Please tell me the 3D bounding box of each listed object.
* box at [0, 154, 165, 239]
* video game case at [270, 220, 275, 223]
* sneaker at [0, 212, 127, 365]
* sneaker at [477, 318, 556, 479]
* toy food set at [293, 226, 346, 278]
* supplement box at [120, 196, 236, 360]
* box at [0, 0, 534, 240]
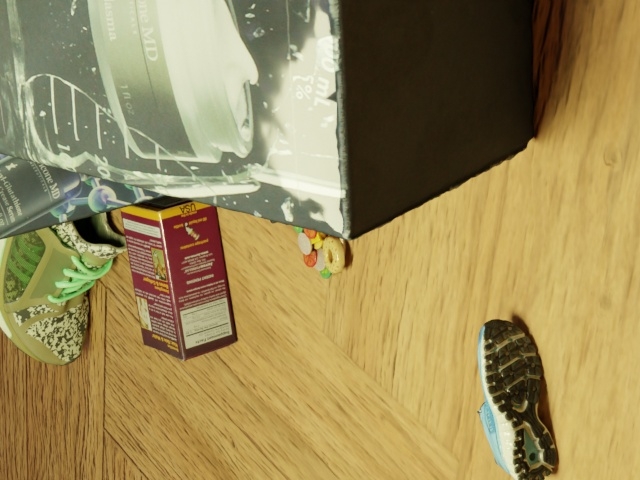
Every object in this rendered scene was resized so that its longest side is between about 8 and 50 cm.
[{"bbox_3d":[-0.389,-0.155,2.137,0.212,0.395,0.293,-169,65,-69],"label":"box"},{"bbox_3d":[-0.048,-0.187,1.946,0.248,0.035,0.275,-41,70,57],"label":"video game case"},{"bbox_3d":[-0.339,0.015,2.441,0.182,0.158,0.410,24,132,31],"label":"sneaker"},{"bbox_3d":[0.170,0.153,1.735,0.073,0.063,0.162,9,112,60],"label":"sneaker"},{"bbox_3d":[0.000,0.000,1.975,0.082,0.020,0.083,-20,88,60],"label":"toy food set"},{"bbox_3d":[-0.173,0.039,2.218,0.104,0.081,0.188,14,116,55],"label":"supplement box"},{"bbox_3d":[-0.084,-0.303,1.585,0.471,0.297,0.480,13,117,35],"label":"box"}]
